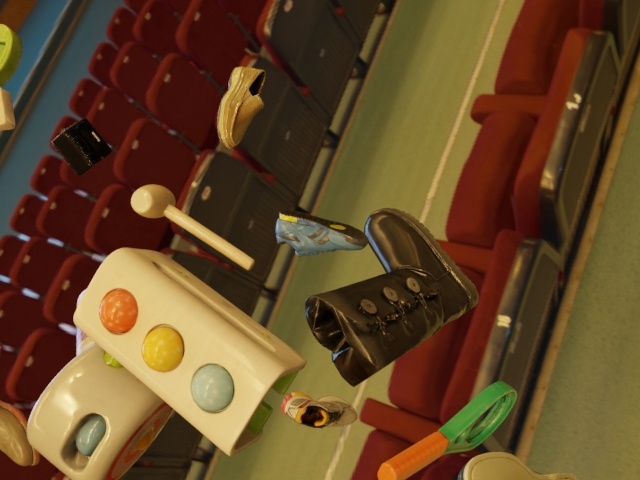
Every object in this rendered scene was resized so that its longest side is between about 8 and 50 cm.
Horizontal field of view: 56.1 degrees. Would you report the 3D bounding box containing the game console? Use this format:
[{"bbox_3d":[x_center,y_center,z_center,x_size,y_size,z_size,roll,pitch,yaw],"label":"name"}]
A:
[{"bbox_3d":[-0.675,-0.265,1.701,0.107,0.122,0.071,-44,17,-27],"label":"game console"}]

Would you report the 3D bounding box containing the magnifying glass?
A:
[{"bbox_3d":[0.149,0.219,0.674,0.026,0.231,0.092,41,125,37],"label":"magnifying glass"}]

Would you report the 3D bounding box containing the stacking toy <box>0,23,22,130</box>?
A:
[{"bbox_3d":[-0.651,-0.252,1.178,0.280,0.130,0.308,-19,67,20],"label":"stacking toy"}]

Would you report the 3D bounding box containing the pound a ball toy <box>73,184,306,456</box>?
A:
[{"bbox_3d":[-0.171,0.086,0.758,0.319,0.136,0.208,34,98,18],"label":"pound a ball toy"}]

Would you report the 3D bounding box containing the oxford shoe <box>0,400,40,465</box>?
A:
[{"bbox_3d":[-0.830,0.458,1.473,0.348,0.130,0.122,26,114,24],"label":"oxford shoe"}]

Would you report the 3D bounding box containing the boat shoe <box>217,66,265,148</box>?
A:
[{"bbox_3d":[-0.142,-0.257,1.133,0.072,0.068,0.189,0,63,14],"label":"boat shoe"}]

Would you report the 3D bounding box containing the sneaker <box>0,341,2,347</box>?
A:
[{"bbox_3d":[-0.681,0.239,1.222,0.066,0.071,0.188,-13,97,63],"label":"sneaker"}]

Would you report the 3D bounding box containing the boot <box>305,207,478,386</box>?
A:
[{"bbox_3d":[0.122,0.102,1.398,0.367,0.445,0.146,43,132,24],"label":"boot"}]

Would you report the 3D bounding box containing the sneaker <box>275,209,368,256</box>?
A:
[{"bbox_3d":[0.000,0.000,1.182,0.209,0.069,0.082,16,104,32],"label":"sneaker"}]

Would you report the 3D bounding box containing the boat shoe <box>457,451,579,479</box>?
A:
[{"bbox_3d":[0.354,0.469,1.111,0.113,0.340,0.127,-33,51,43],"label":"boat shoe"}]

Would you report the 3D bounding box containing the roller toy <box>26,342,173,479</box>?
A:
[{"bbox_3d":[-0.304,0.254,0.875,0.191,0.146,0.209,-50,-10,-35],"label":"roller toy"}]

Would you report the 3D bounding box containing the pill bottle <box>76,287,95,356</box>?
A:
[{"bbox_3d":[-0.409,0.241,1.230,0.169,0.169,0.301,-36,50,23],"label":"pill bottle"}]

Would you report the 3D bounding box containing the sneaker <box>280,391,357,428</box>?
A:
[{"bbox_3d":[0.006,0.466,1.590,0.093,0.225,0.088,27,100,57],"label":"sneaker"}]
